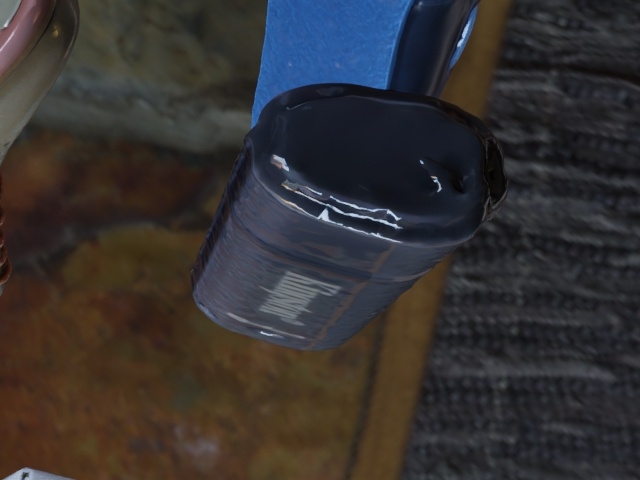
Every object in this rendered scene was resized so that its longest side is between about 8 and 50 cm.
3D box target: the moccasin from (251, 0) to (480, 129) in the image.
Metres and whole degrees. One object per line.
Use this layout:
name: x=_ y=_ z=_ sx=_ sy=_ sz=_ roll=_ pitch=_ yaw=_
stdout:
moccasin: x=0.037 y=-0.173 z=1.089 sx=0.117 sy=0.137 sz=0.342 roll=-36 pitch=153 yaw=-52

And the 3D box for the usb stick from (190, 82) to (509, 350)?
usb stick: x=0.000 y=0.000 z=0.656 sx=0.077 sy=0.278 sz=0.045 roll=9 pitch=79 yaw=-6

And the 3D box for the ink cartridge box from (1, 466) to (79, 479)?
ink cartridge box: x=-0.126 y=0.204 z=0.975 sx=0.172 sy=0.237 sz=0.100 roll=18 pitch=63 yaw=-26

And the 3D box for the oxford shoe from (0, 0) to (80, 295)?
oxford shoe: x=-0.245 y=-0.031 z=1.177 sx=0.146 sy=0.140 sz=0.397 roll=21 pitch=133 yaw=-33
